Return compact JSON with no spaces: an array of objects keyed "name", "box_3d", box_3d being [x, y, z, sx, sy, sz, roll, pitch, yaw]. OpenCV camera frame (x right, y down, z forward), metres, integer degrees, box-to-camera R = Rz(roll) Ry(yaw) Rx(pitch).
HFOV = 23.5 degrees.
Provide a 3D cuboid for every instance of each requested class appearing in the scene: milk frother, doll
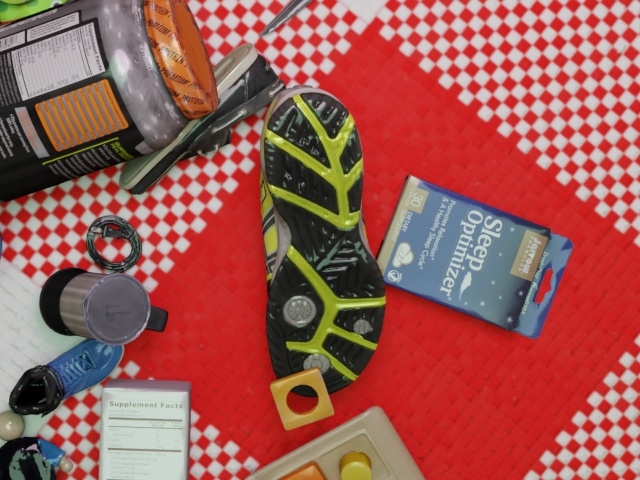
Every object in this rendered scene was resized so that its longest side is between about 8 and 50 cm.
[{"name":"milk frother","box_3d":[-0.248,0.045,1.807,0.129,0.134,0.143,-5,95,-33]},{"name":"doll","box_3d":[-0.357,0.297,1.852,0.129,0.046,0.189,-14,92,-3]}]

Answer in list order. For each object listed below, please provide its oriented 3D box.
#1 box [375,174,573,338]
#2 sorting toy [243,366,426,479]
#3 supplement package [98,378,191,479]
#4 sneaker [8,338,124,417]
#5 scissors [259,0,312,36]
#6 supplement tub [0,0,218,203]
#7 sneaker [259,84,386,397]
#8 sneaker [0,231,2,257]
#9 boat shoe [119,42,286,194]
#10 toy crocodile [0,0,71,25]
[{"name":"box","box_3d":[0.187,0.022,1.875,0.225,0.036,0.136,21,90,-4]},{"name":"sorting toy","box_3d":[0.029,0.317,1.832,0.196,0.047,0.348,-31,104,3]},{"name":"supplement package","box_3d":[-0.208,0.259,1.828,0.105,0.105,0.179,2,91,-2]},{"name":"sneaker","box_3d":[-0.303,0.162,1.832,0.152,0.084,0.058,-28,92,-2]},{"name":"scissors","box_3d":[0.038,-0.356,1.872,0.297,0.021,0.109,-26,94,-1]},{"name":"supplement tub","box_3d":[-0.288,-0.168,1.751,0.316,0.193,0.194,-17,92,8]},{"name":"sneaker","box_3d":[0.000,0.000,1.824,0.145,0.147,0.385,-1,109,-5]},{"name":"sneaker","box_3d":[-0.535,0.053,1.755,0.340,0.139,0.125,-28,134,-28]},{"name":"boat shoe","box_3d":[-0.143,-0.130,1.838,0.233,0.084,0.079,-42,118,4]},{"name":"toy crocodile","box_3d":[-0.403,-0.276,1.807,0.340,0.115,0.105,-11,96,0]}]
